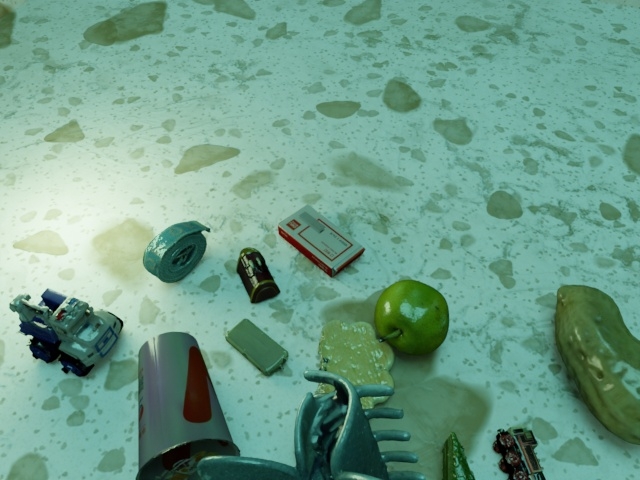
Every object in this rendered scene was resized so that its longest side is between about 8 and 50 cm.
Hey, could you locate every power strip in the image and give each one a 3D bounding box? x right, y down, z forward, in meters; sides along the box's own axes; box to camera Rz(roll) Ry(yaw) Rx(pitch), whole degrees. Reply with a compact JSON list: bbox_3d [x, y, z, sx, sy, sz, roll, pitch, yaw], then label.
[{"bbox_3d":[-0.147,0.256,1.263,0.169,0.028,0.076,35,57,27],"label":"power strip"}]

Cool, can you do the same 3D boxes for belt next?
[{"bbox_3d":[-0.377,0.029,1.378,0.082,0.147,0.163,31,28,25],"label":"belt"}]

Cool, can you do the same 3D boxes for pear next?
[{"bbox_3d":[0.204,0.188,1.225,0.180,0.166,0.216,45,35,8],"label":"pear"}]

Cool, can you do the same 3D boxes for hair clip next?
[{"bbox_3d":[0.046,0.417,0.939,0.392,0.318,0.238,-7,29,29],"label":"hair clip"}]

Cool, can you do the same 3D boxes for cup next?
[{"bbox_3d":[-0.292,0.341,1.099,0.203,0.203,0.288,-15,46,-14],"label":"cup"}]

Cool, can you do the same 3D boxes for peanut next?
[{"bbox_3d":[0.647,0.257,1.188,0.192,0.169,0.387,-4,50,-12],"label":"peanut"}]

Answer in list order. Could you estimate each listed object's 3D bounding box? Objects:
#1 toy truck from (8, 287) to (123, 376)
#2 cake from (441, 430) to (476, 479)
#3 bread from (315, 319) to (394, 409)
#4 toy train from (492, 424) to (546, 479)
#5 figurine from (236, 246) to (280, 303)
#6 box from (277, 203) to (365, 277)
[{"bbox_3d":[-0.578,0.190,1.214,0.213,0.177,0.161,17,51,14],"label":"toy truck"},{"bbox_3d":[0.256,0.496,1.022,0.099,0.100,0.235,-9,51,-9],"label":"cake"},{"bbox_3d":[0.080,0.299,1.225,0.182,0.039,0.250,4,50,1],"label":"bread"},{"bbox_3d":[0.415,0.454,1.095,0.087,0.050,0.138,-4,51,-9],"label":"toy train"},{"bbox_3d":[-0.171,0.074,1.372,0.082,0.098,0.154,-21,56,-13],"label":"figurine"},{"bbox_3d":[0.000,0.000,1.465,0.123,0.050,0.229,-36,59,-27],"label":"box"}]
